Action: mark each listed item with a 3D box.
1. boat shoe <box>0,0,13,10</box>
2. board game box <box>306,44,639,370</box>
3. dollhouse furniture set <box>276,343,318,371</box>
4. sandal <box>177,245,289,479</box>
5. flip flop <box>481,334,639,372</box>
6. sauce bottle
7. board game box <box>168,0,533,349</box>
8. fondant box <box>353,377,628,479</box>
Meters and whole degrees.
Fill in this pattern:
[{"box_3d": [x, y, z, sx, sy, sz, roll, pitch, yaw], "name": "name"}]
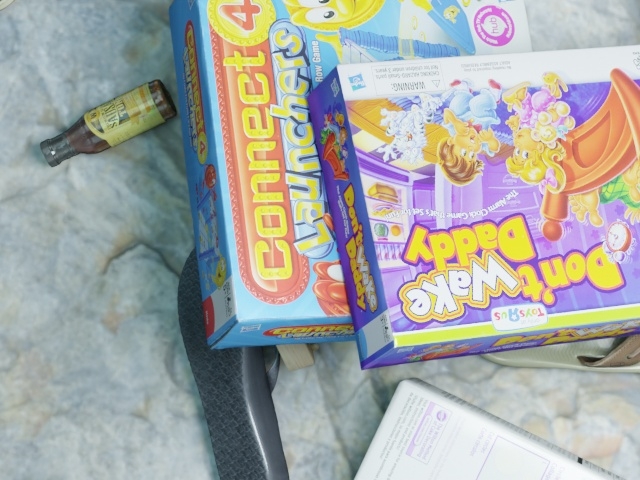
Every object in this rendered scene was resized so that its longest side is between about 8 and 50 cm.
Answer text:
[{"box_3d": [-0.407, -0.303, 1.829, 0.285, 0.092, 0.103, 33, 92, 8], "name": "boat shoe"}, {"box_3d": [0.181, -0.034, 1.612, 0.347, 0.078, 0.233, -6, 76, -22], "name": "board game box"}, {"box_3d": [0.000, 0.000, 1.729, 0.123, 0.144, 0.151, -18, 44, 6], "name": "dollhouse furniture set"}, {"box_3d": [-0.072, 0.115, 1.778, 0.097, 0.054, 0.255, -1, 99, 48], "name": "sandal"}, {"box_3d": [0.261, 0.063, 1.723, 0.277, 0.080, 0.112, -2, 87, 8], "name": "flip flop"}, {"box_3d": [-0.197, -0.105, 1.816, 0.128, 0.042, 0.042, -27, 84, 5], "name": "sauce bottle"}, {"box_3d": [0.041, -0.072, 1.665, 0.302, 0.086, 0.308, -2, 74, -21], "name": "board game box"}, {"box_3d": [0.171, 0.296, 1.718, 0.330, 0.096, 0.238, 26, 91, 9], "name": "fondant box"}]
